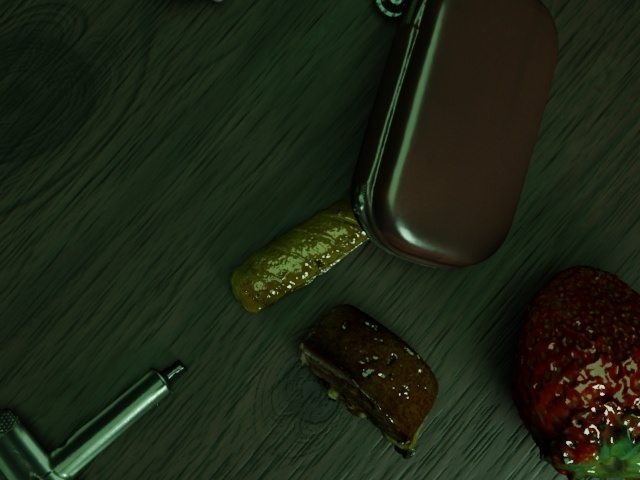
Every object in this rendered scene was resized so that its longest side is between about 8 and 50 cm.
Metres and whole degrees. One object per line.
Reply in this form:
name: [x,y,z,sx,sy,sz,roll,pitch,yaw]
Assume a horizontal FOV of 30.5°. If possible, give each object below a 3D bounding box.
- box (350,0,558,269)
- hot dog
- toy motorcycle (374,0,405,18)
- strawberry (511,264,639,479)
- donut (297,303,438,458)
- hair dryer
box: [0.184,-0.163,1.588,0.263,0.108,0.404,17,89,-35]
hot dog: [-0.001,-0.001,1.640,0.286,0.061,0.088,-39,81,-5]
toy motorcycle: [0.154,-0.396,1.638,0.205,0.076,0.114,-29,92,6]
strawberry: [0.377,0.175,1.586,0.238,0.250,0.288,1,64,2]
donut: [0.076,0.185,1.611,0.186,0.144,0.126,29,66,21]
hair dryer: [-0.274,0.318,1.576,0.284,0.156,0.320,-33,84,7]
